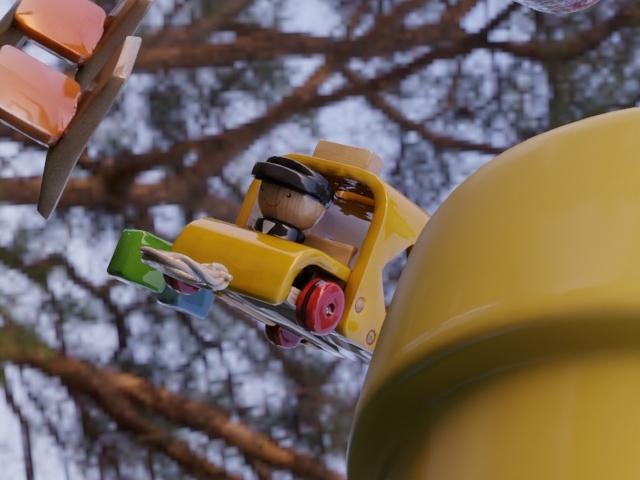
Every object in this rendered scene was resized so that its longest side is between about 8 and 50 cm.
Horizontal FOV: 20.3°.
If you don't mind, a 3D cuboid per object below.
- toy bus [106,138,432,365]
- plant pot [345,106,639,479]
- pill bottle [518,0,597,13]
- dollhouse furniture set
[{"bbox_3d":[0.002,0.003,0.929,0.202,0.191,0.104,161,-49,-76],"label":"toy bus"},{"bbox_3d":[0.113,0.129,0.510,0.254,0.254,0.239,-54,-170,51],"label":"plant pot"},{"bbox_3d":[0.182,-0.256,1.483,0.121,0.221,0.121,1,-87,18],"label":"pill bottle"},{"bbox_3d":[-0.205,-0.116,0.774,0.135,0.262,0.259,-53,-164,32],"label":"dollhouse furniture set"}]
